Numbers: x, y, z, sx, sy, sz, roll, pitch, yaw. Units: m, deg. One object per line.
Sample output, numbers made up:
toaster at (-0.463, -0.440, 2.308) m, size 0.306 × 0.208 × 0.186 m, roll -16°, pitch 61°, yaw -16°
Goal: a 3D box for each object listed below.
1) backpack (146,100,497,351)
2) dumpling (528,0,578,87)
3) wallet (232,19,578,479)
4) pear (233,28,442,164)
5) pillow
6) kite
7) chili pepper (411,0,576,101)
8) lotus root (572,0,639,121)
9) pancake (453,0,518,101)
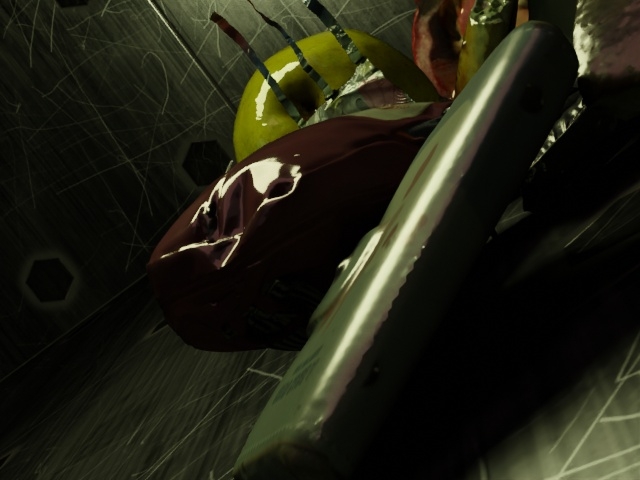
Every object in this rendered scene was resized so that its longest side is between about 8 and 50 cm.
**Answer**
backpack at (0.000, 0.000, 1.287) m, size 0.283 × 0.197 × 0.317 m, roll -30°, pitch 0°, yaw 34°
dumpling at (0.344, -0.278, 1.453) m, size 0.270 × 0.321 × 0.212 m, roll 5°, pitch -8°, yaw 7°
wallet at (0.057, 0.030, 1.044) m, size 0.360 × 0.083 × 0.252 m, roll -58°, pitch 2°, yaw -20°
pear at (0.028, -0.120, 1.750) m, size 0.253 × 0.253 × 0.307 m, roll -36°, pitch -27°, yaw 4°
pillow at (0.247, -0.109, 1.263) m, size 0.208 × 0.055 × 0.141 m, roll -46°, pitch -19°, yaw 0°
kite at (0.022, -0.144, 1.541) m, size 0.022 × 0.360 × 0.204 m, roll -28°, pitch -12°, yaw -43°
chili pepper at (0.255, -0.271, 1.922) m, size 0.251 × 0.229 × 0.305 m, roll -39°, pitch -4°, yaw 9°
lotus root at (0.316, -0.179, 1.095) m, size 0.142 × 0.210 × 0.314 m, roll -46°, pitch 13°, yaw 41°
pancake at (0.174, -0.197, 1.549) m, size 0.066 × 0.305 × 0.427 m, roll 9°, pitch 8°, yaw 8°
